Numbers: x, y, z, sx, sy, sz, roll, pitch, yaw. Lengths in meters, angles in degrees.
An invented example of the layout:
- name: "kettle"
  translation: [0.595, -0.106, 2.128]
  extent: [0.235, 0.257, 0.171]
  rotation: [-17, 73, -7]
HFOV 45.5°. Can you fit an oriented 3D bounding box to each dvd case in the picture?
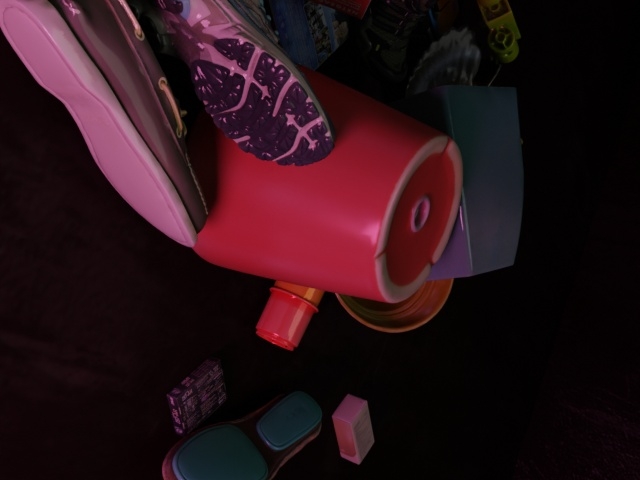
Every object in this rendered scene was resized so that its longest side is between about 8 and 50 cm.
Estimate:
- name: "dvd case"
  translation: [0.003, -0.335, 0.990]
  extent: [0.253, 0.022, 0.180]
  rotation: [-51, 141, -35]

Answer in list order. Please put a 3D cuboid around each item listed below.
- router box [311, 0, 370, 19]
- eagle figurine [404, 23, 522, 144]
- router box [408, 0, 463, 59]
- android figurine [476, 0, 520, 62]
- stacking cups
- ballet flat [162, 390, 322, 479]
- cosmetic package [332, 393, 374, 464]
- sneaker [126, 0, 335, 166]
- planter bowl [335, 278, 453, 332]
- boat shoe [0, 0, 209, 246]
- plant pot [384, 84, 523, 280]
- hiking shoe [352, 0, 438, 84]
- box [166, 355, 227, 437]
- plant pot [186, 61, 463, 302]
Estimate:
- name: "router box"
  translation: [0.087, -0.462, 0.820]
  extent: [0.301, 0.082, 0.336]
  rotation: [130, -22, -72]
- name: "eagle figurine"
  translation: [0.223, -0.176, 1.281]
  extent: [0.225, 0.226, 0.298]
  rotation: [-8, 85, -23]
- name: "router box"
  translation: [0.165, -0.394, 1.205]
  extent: [0.133, 0.046, 0.179]
  rotation: [-64, 147, -19]
- name: "android figurine"
  translation: [0.264, -0.408, 1.234]
  extent: [0.248, 0.056, 0.273]
  rotation: [69, 17, 6]
- name: "stacking cups"
  translation: [0.000, 0.000, 1.080]
  extent: [0.316, 0.096, 0.096]
  rotation: [-63, 148, -11]
- name: "ballet flat"
  translation: [-0.106, 0.292, 1.010]
  extent: [0.106, 0.107, 0.316]
  rotation: [-49, 158, 26]
- name: "cosmetic package"
  translation: [0.059, 0.334, 1.352]
  extent: [0.060, 0.041, 0.115]
  rotation: [-46, 139, -39]
- name: "sneaker"
  translation: [-0.077, -0.197, 0.734]
  extent: [0.283, 0.110, 0.122]
  rotation: [46, 45, -14]
- name: "planter bowl"
  translation: [0.095, 0.036, 1.193]
  extent: [0.217, 0.090, 0.217]
  rotation: [3, 81, -20]
- name: "boat shoe"
  translation: [-0.173, -0.117, 0.711]
  extent: [0.091, 0.109, 0.305]
  rotation: [-52, 139, -26]
- name: "plant pot"
  translation: [0.166, -0.069, 1.014]
  extent: [0.165, 0.165, 0.234]
  rotation: [-9, 90, -44]
- name: "hiking shoe"
  translation: [0.106, -0.310, 1.033]
  extent: [0.086, 0.114, 0.227]
  rotation: [-49, 140, -37]
- name: "box"
  translation: [-0.154, 0.197, 0.964]
  extent: [0.083, 0.018, 0.067]
  rotation: [-41, 136, -43]
- name: "plant pot"
  translation: [0.015, -0.059, 0.889]
  extent: [0.275, 0.243, 0.275]
  rotation: [-37, 137, -44]
